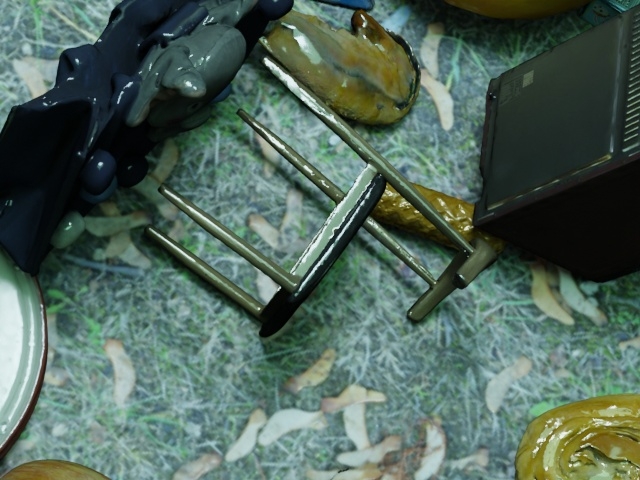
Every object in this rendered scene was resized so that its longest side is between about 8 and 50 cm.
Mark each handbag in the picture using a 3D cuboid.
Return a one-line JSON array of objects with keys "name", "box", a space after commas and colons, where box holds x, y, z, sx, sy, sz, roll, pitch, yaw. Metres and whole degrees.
[{"name": "handbag", "box": [-0.147, -0.131, 1.385, 0.118, 0.269, 0.326, 42, 56, -1]}]

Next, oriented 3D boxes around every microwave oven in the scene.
[{"name": "microwave oven", "box": [0.286, -0.087, 1.491, 0.188, 0.247, 0.178, 20, 63, -29]}]

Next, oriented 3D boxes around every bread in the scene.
[{"name": "bread", "box": [0.272, 0.252, 1.436, 0.198, 0.120, 0.236, -9, 72, -15]}, {"name": "bread", "box": [0.103, -0.025, 1.543, 0.157, 0.052, 0.044, 20, 69, -4]}]

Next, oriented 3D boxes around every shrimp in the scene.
[{"name": "shrimp", "box": [-0.020, -0.203, 1.583, 0.262, 0.066, 0.117, 38, 46, -11]}]

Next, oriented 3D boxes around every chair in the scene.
[{"name": "chair", "box": [0.000, 0.000, 1.433, 0.272, 0.188, 0.166, 36, 73, 0]}]

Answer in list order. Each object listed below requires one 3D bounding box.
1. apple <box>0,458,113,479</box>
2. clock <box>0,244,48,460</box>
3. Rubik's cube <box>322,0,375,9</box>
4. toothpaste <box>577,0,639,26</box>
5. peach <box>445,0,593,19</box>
[{"name": "apple", "box": [-0.216, 0.279, 1.267, 0.188, 0.211, 0.211, 45, 66, 4]}, {"name": "clock", "box": [-0.388, 0.080, 1.374, 0.318, 0.080, 0.318, 5, 67, -11]}, {"name": "Rubik's cube", "box": [0.001, -0.297, 1.589, 0.178, 0.190, 0.211, 45, 70, -12]}, {"name": "toothpaste", "box": [0.397, -0.194, 1.679, 0.266, 0.050, 0.065, 31, 65, 1]}, {"name": "peach", "box": [0.198, -0.355, 1.577, 0.308, 0.289, 0.289, -8, 71, -22]}]
